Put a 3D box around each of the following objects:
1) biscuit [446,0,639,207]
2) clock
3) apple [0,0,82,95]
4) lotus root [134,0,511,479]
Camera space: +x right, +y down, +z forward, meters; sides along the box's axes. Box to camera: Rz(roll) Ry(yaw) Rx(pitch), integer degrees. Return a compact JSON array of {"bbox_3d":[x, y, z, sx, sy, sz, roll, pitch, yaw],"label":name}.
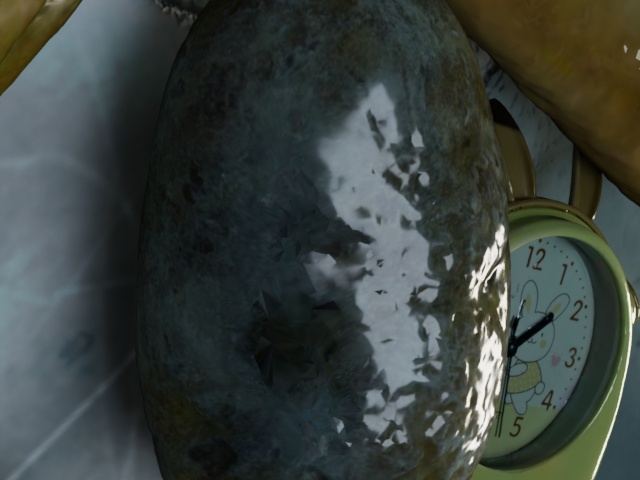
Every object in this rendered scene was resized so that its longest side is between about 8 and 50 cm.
[{"bbox_3d":[0.175,-0.290,0.829,0.446,0.104,0.429,38,80,-39],"label":"biscuit"},{"bbox_3d":[0.100,0.045,0.907,0.170,0.069,0.232,14,95,-39],"label":"clock"},{"bbox_3d":[-0.196,-0.151,0.449,0.340,0.340,0.339,-13,112,-34],"label":"apple"},{"bbox_3d":[0.001,0.001,0.749,0.175,0.175,0.349,-12,108,-34],"label":"lotus root"}]
